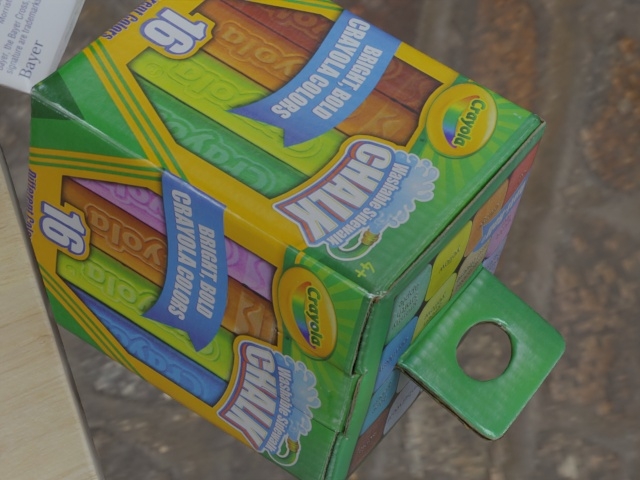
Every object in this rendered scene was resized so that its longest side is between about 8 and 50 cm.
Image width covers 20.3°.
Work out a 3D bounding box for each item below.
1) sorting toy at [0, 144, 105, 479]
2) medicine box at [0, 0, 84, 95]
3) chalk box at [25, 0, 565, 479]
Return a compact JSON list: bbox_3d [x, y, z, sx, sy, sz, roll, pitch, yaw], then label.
[{"bbox_3d":[-0.213,0.112,0.715,0.257,0.089,0.255,-20,67,-2],"label":"sorting toy"},{"bbox_3d":[-0.308,-0.241,1.298,0.289,0.263,0.149,21,102,-13],"label":"medicine box"},{"bbox_3d":[0.000,0.000,0.999,0.289,0.179,0.180,30,49,16],"label":"chalk box"}]
